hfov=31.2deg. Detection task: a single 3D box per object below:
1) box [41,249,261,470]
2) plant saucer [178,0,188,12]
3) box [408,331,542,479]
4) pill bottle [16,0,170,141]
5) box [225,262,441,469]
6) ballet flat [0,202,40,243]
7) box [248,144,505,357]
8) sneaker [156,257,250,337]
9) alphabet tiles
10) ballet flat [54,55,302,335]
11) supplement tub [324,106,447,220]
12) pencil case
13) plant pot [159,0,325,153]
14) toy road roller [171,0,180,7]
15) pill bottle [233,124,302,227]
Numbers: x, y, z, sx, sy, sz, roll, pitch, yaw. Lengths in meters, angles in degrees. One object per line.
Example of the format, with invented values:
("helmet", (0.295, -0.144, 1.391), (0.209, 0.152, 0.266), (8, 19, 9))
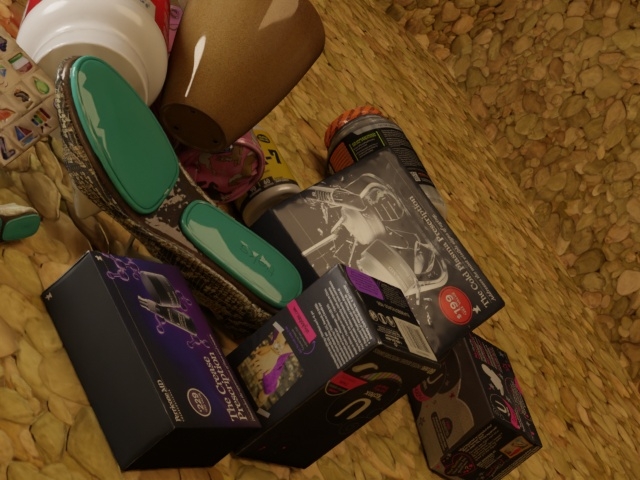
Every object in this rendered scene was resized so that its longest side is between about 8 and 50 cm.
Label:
("box", (-0.213, 0.152, 1.449), (0.184, 0.103, 0.261), (10, 44, -56))
("plant saucer", (-0.162, -0.369, 2.138), (0.278, 0.041, 0.278), (49, 16, -19))
("box", (0.267, 0.303, 2.083), (0.142, 0.163, 0.247), (33, 25, -29))
("pill bottle", (-0.351, -0.319, 1.797), (0.229, 0.229, 0.407), (39, 23, -28))
("box", (0.001, 0.181, 1.588), (0.165, 0.270, 0.143), (24, 32, -49))
("ballet flat", (-0.413, -0.019, 1.421), (0.052, 0.057, 0.168), (26, 11, 16))
("box", (0.073, 0.068, 1.885), (0.312, 0.179, 0.343), (-32, 83, -41))
("sneaker", (-0.172, 0.035, 1.772), (0.275, 0.107, 0.110), (55, 6, -8))
("alphabet tiles", (-0.461, -0.188, 1.512), (0.198, 0.009, 0.237), (48, 47, -7))
("ballet flat", (-0.234, -0.034, 1.618), (0.483, 0.182, 0.164), (47, 40, -16))
("supplement tub", (0.134, -0.136, 2.536), (0.194, 0.193, 0.316), (24, 33, -49))
("pencil case", (-0.232, -0.244, 2.023), (0.386, 0.160, 0.167), (64, 7, 34))
("plant pot", (-0.147, -0.271, 1.834), (0.237, 0.237, 0.254), (40, 57, -24))
("toy road roller", (-0.333, -0.627, 2.359), (0.202, 0.241, 0.329), (25, 32, -48))
("pill bottle", (-0.126, -0.133, 2.098), (0.119, 0.119, 0.208), (16, 38, -56))
